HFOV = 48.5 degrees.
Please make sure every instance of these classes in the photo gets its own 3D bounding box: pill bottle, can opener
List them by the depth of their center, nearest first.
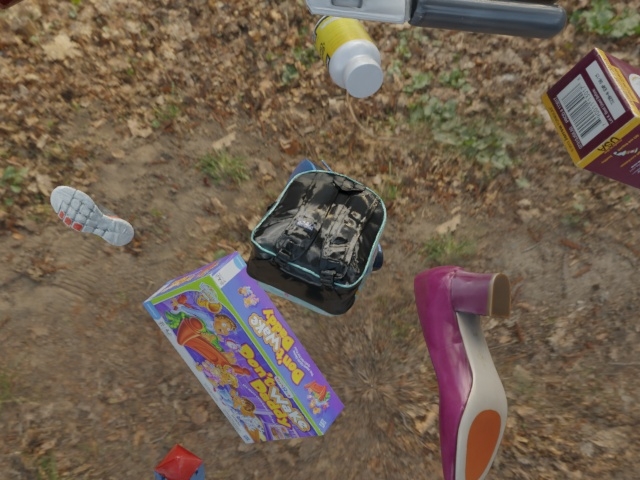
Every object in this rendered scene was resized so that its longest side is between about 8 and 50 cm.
[{"bbox_3d":[0.119,-0.258,0.712,0.284,0.095,0.076,4,86,-6],"label":"can opener"},{"bbox_3d":[0.056,-0.357,1.369,0.103,0.103,0.184,-22,48,0],"label":"pill bottle"}]

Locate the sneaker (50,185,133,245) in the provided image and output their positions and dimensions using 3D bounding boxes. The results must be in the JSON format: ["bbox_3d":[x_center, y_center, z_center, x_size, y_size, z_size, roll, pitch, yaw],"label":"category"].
[{"bbox_3d":[-0.401,-0.043,1.232,0.158,0.065,0.061,40,88,-34],"label":"sneaker"}]

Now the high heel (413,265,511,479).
[{"bbox_3d":[0.218,0.231,1.208,0.181,0.127,0.377,-1,72,48],"label":"high heel"}]

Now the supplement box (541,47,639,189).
[{"bbox_3d":[0.346,-0.120,0.772,0.188,0.081,0.104,11,50,-32],"label":"supplement box"}]

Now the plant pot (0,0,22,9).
[{"bbox_3d":[-0.130,-0.244,0.245,0.267,0.267,0.235,38,87,-11],"label":"plant pot"}]

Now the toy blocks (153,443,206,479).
[{"bbox_3d":[-0.237,0.452,0.931,0.191,0.261,0.381,26,49,19],"label":"toy blocks"}]

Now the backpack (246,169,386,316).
[{"bbox_3d":[0.000,0.000,0.990,0.166,0.144,0.188,22,57,6],"label":"backpack"}]

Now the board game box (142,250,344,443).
[{"bbox_3d":[-0.144,0.207,1.301,0.347,0.233,0.078,56,46,-11],"label":"board game box"}]

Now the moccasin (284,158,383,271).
[{"bbox_3d":[0.015,-0.031,1.288,0.117,0.342,0.137,21,116,-26],"label":"moccasin"}]
